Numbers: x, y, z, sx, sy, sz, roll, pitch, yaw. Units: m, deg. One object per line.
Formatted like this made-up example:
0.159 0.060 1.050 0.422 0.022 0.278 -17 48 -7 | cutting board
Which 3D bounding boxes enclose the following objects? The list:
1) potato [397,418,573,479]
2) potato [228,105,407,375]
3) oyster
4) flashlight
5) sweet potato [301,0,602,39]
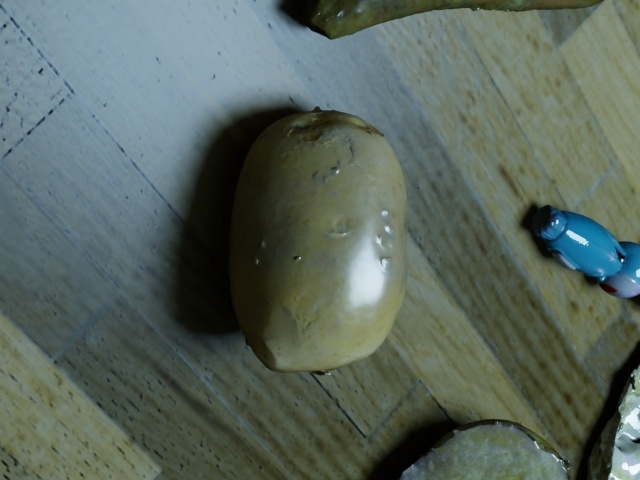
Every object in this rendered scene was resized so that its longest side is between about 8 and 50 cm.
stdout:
0.111 0.192 1.039 0.172 0.089 0.101 -9 91 1 | potato
0.000 0.000 0.865 0.109 0.118 0.178 4 91 -71 | potato
0.270 0.181 1.159 0.106 0.061 0.200 44 76 -18 | oyster
0.221 0.006 1.059 0.129 0.051 0.051 30 88 -31 | flashlight
0.109 -0.187 0.899 0.273 0.075 0.075 -14 114 -28 | sweet potato
